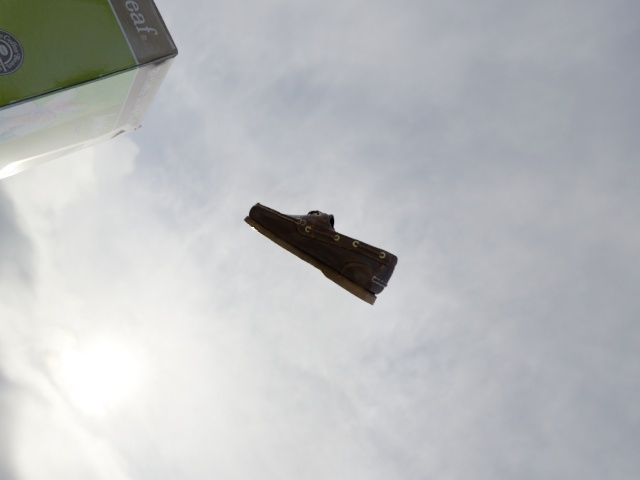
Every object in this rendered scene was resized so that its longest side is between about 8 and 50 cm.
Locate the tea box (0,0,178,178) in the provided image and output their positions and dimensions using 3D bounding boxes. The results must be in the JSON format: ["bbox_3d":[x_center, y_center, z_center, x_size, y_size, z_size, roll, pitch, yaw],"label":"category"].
[{"bbox_3d":[-0.357,-0.227,0.562,0.329,0.323,0.220,65,-26,-2],"label":"tea box"}]

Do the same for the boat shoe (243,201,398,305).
[{"bbox_3d":[0.000,0.000,0.791,0.207,0.073,0.073,30,-87,17],"label":"boat shoe"}]
